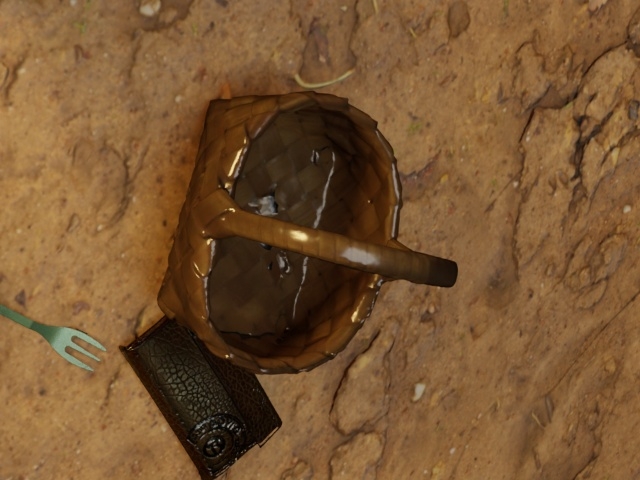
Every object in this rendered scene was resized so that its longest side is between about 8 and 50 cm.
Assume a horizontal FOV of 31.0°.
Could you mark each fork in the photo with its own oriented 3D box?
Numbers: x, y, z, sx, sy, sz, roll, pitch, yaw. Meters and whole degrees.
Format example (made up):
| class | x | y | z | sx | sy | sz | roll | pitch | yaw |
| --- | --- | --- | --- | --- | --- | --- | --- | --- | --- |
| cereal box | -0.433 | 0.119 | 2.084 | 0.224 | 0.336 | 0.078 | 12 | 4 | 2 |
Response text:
| class | x | y | z | sx | sy | sz | roll | pitch | yaw |
| --- | --- | --- | --- | --- | --- | --- | --- | --- | --- |
| fork | -0.341 | 0.085 | 1.301 | 0.235 | 0.021 | 0.039 | 36 | 80 | -37 |

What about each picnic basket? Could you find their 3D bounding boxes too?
| class | x | y | z | sx | sy | sz | roll | pitch | yaw |
| --- | --- | --- | --- | --- | --- | --- | --- | --- | --- |
| picnic basket | 0.000 | 0.000 | 1.313 | 0.293 | 0.337 | 0.337 | 14 | 98 | -39 |

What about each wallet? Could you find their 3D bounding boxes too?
| class | x | y | z | sx | sy | sz | roll | pitch | yaw |
| --- | --- | --- | --- | --- | --- | --- | --- | --- | --- |
| wallet | -0.145 | 0.188 | 1.465 | 0.133 | 0.039 | 0.243 | -37 | 124 | -18 |
